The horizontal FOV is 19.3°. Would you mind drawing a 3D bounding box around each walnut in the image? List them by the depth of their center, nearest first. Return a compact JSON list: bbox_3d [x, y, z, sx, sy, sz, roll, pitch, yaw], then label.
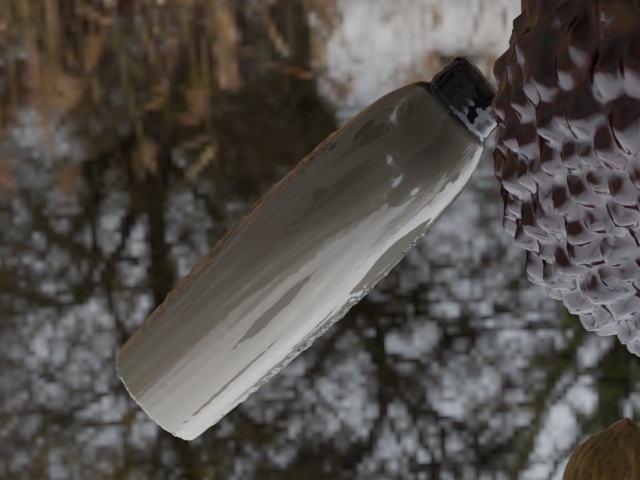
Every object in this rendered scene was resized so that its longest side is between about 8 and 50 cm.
[{"bbox_3d":[0.211,0.182,1.280,0.105,0.124,0.105,-7,-173,1],"label":"walnut"}]

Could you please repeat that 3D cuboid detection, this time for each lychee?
[{"bbox_3d":[0.212,-0.060,0.815,0.276,0.304,0.276,15,159,6],"label":"lychee"}]

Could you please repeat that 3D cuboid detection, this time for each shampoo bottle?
[{"bbox_3d":[0.000,0.000,1.022,0.257,0.078,0.127,-42,-175,11],"label":"shampoo bottle"}]
